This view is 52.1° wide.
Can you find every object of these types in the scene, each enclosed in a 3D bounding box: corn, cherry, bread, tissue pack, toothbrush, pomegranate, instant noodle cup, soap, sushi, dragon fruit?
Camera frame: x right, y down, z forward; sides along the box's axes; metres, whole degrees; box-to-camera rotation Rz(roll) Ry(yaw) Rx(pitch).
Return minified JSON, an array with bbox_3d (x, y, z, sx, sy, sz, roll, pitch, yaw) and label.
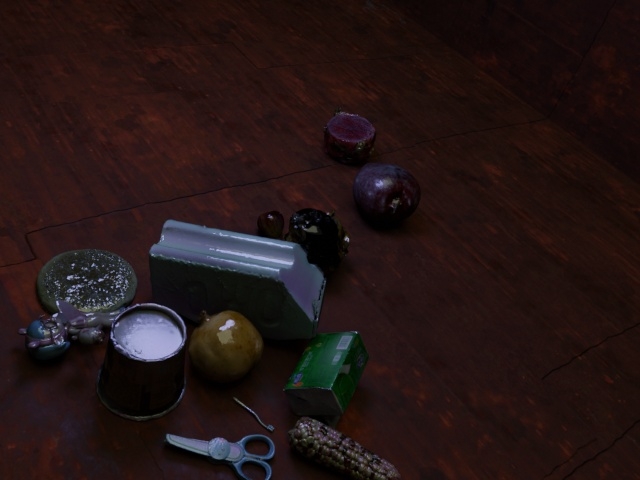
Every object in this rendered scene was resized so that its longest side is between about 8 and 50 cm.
[{"bbox_3d":[0.052,0.509,1.551,0.281,0.092,0.092,28,40,4],"label":"corn"},{"bbox_3d":[0.225,-0.175,2.305,0.230,0.203,0.300,-8,38,-19],"label":"cherry"},{"bbox_3d":[-0.630,0.113,1.772,0.267,0.040,0.267,11,41,-10],"label":"bread"},{"bbox_3d":[0.027,0.359,1.679,0.148,0.156,0.209,-6,32,28],"label":"tissue pack"},{"bbox_3d":[-0.167,0.427,1.613,0.131,0.011,0.013,34,55,17],"label":"toothbrush"},{"bbox_3d":[-0.246,0.257,1.647,0.196,0.196,0.196,11,40,-9],"label":"pomegranate"},{"bbox_3d":[-0.412,0.276,1.540,0.218,0.207,0.217,11,41,-10],"label":"instant noodle cup"},{"bbox_3d":[-0.212,0.116,1.743,0.446,0.261,0.156,10,41,2],"label":"soap"},{"bbox_3d":[-0.002,0.006,2.018,0.204,0.200,0.213,1,29,-22],"label":"sushi"},{"bbox_3d":[0.112,-0.396,2.579,0.211,0.147,0.282,-9,43,-17],"label":"dragon fruit"}]

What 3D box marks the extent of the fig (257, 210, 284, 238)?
[{"bbox_3d":[-0.151,-0.032,2.106,0.089,0.089,0.125,-12,80,-32],"label":"fig"}]

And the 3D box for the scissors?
[{"bbox_3d":[-0.232,0.485,1.505,0.256,0.030,0.125,15,40,-9],"label":"scissors"}]

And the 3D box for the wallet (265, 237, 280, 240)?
[{"bbox_3d":[-0.209,0.029,2.025,0.176,0.026,0.095,4,62,-17],"label":"wallet"}]

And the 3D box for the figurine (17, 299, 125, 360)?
[{"bbox_3d":[-0.583,0.228,1.600,0.260,0.102,0.205,-14,31,-37],"label":"figurine"}]
